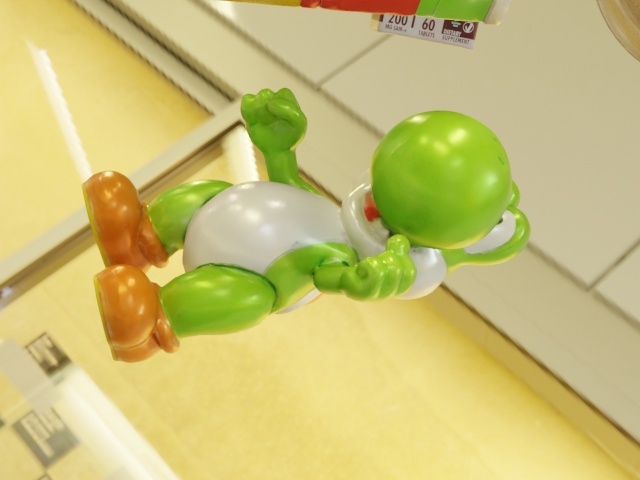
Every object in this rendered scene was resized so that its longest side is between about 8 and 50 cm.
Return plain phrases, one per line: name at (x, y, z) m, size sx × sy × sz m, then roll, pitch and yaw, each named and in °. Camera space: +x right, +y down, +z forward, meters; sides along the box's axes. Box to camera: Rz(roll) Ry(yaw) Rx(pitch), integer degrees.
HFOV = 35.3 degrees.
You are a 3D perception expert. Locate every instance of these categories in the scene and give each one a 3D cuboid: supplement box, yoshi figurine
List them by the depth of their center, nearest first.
yoshi figurine at (-0.001, -0.023, 0.797) m, size 0.203 × 0.362 × 0.204 m, roll -145°, pitch -135°, yaw -77°
supplement box at (0.151, -0.373, 1.269) m, size 0.073 × 0.130 × 0.240 m, roll -113°, pitch -148°, yaw -74°

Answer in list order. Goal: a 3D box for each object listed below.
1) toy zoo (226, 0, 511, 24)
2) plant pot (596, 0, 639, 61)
toy zoo at (-0.008, -0.259, 0.779) m, size 0.030 × 0.293 × 0.192 m, roll 111°, pitch -22°, yaw -57°
plant pot at (0.333, -0.244, 0.812) m, size 0.236 × 0.236 × 0.032 m, roll 60°, pitch 13°, yaw -19°
